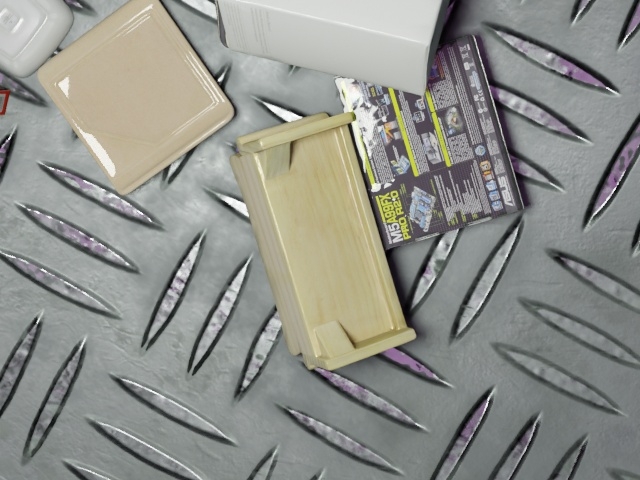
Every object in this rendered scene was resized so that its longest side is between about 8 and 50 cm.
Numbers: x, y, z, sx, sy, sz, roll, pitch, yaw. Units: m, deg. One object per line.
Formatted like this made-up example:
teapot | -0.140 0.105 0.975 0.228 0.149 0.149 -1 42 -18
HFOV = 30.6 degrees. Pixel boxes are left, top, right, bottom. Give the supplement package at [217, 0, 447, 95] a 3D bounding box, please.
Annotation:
supplement package | 0.027 -0.340 1.619 0.292 0.175 0.178 15 74 7

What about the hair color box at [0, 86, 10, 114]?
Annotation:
hair color box | -0.550 -0.227 1.768 0.141 0.072 0.043 15 99 2

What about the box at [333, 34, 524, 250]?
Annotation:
box | 0.159 -0.144 1.730 0.216 0.060 0.270 -17 95 7

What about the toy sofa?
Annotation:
toy sofa | 0.000 0.000 1.733 0.150 0.177 0.363 -19 96 -18

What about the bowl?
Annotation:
bowl | -0.460 -0.331 1.758 0.142 0.053 0.142 41 97 -2

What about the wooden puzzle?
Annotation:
wooden puzzle | -0.278 -0.222 1.766 0.221 0.044 0.239 -35 89 8

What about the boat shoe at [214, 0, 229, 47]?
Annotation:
boat shoe | -0.137 -0.384 1.727 0.065 0.075 0.206 6 98 28
